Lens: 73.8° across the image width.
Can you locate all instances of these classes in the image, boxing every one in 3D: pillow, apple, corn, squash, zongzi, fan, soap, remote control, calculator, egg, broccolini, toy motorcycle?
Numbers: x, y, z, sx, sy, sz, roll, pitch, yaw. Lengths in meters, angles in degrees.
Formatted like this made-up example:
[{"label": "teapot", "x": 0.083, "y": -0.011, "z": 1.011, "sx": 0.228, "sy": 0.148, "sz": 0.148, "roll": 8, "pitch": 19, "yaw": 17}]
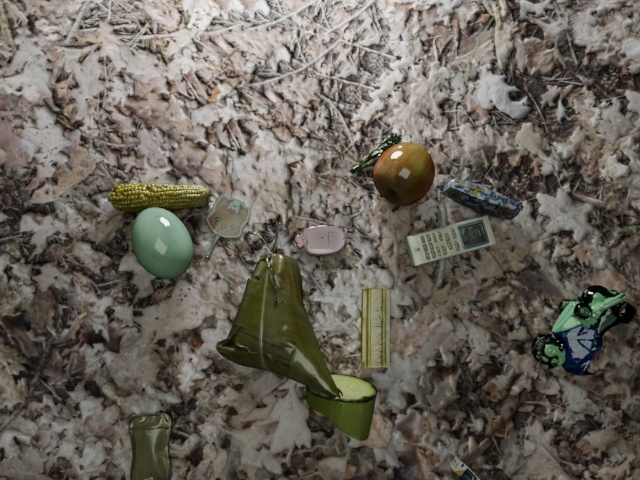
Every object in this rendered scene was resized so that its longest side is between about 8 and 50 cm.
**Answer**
[{"label": "pillow", "x": -0.516, "y": 0.639, "z": 1.296, "sx": 0.130, "sy": 0.033, "sz": 0.217, "roll": -4, "pitch": 84, "yaw": -5}, {"label": "apple", "x": 0.263, "y": -0.209, "z": 1.334, "sx": 0.188, "sy": 0.188, "sz": 0.174, "roll": 41, "pitch": 79, "yaw": 3}, {"label": "corn", "x": -0.511, "y": -0.137, "z": 1.352, "sx": 0.320, "sy": 0.097, "sz": 0.097, "roll": -2, "pitch": 84, "yaw": -4}, {"label": "squash", "x": 0.052, "y": 0.473, "z": 1.249, "sx": 0.220, "sy": 0.220, "sz": 0.133, "roll": 13, "pitch": 94, "yaw": 0}, {"label": "zongzi", "x": -0.065, "y": 0.186, "z": 1.246, "sx": 0.418, "sy": 0.181, "sz": 0.447, "roll": 14, "pitch": 82, "yaw": 27}, {"label": "fan", "x": -0.319, "y": -0.041, "z": 1.387, "sx": 0.132, "sy": 0.009, "sz": 0.220, "roll": 28, "pitch": 83, "yaw": 2}, {"label": "soap", "x": 0.175, "y": 0.275, "z": 1.354, "sx": 0.092, "sy": 0.037, "sz": 0.252, "roll": 2, "pitch": 84, "yaw": 0}, {"label": "remote control", "x": 0.419, "y": 0.002, "z": 1.381, "sx": 0.277, "sy": 0.055, "sz": 0.103, "roll": -15, "pitch": 85, "yaw": -3}, {"label": "calculator", "x": 0.000, "y": 0.000, "z": 1.384, "sx": 0.166, "sy": 0.024, "sz": 0.103, "roll": -4, "pitch": 84, "yaw": -3}, {"label": "egg", "x": -0.481, "y": 0.008, "z": 1.297, "sx": 0.168, "sy": 0.168, "sz": 0.231, "roll": -27, "pitch": 82, "yaw": -4}, {"label": "broccolini", "x": 0.185, "y": -0.277, "z": 1.402, "sx": 0.201, "sy": 0.058, "sz": 0.074, "roll": -35, "pitch": 79, "yaw": -6}, {"label": "toy motorcycle", "x": 0.825, "y": 0.292, "z": 1.335, "sx": 0.331, "sy": 0.125, "sz": 0.196, "roll": -43, "pitch": 89, "yaw": -2}]

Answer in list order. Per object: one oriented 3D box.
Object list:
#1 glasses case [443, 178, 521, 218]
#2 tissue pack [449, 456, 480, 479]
[{"label": "glasses case", "x": 0.522, "y": -0.133, "z": 1.383, "sx": 0.248, "sy": 0.087, "sz": 0.065, "roll": 22, "pitch": 71, "yaw": 1}, {"label": "tissue pack", "x": 0.442, "y": 0.712, "z": 1.302, "sx": 0.042, "sy": 0.062, "sz": 0.083, "roll": -44, "pitch": 88, "yaw": -11}]
